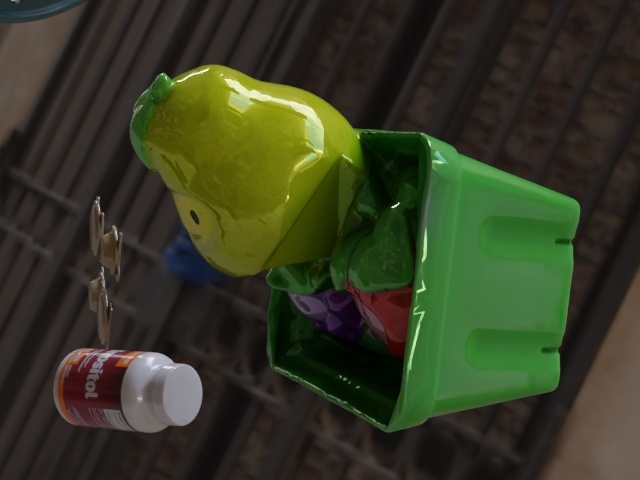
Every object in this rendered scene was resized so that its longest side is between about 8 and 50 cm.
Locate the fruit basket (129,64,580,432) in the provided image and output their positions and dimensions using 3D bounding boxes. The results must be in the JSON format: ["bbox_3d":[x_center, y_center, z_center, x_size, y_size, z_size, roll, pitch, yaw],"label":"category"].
[{"bbox_3d":[0.000,0.000,1.419,0.392,0.283,0.392,7,3,0],"label":"fruit basket"}]

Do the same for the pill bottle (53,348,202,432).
[{"bbox_3d":[-0.203,0.159,1.697,0.152,0.086,0.086,0,-16,36],"label":"pill bottle"}]

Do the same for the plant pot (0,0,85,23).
[{"bbox_3d":[-0.219,-0.264,1.080,0.290,0.290,0.195,27,31,-57],"label":"plant pot"}]

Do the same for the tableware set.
[{"bbox_3d":[-0.245,0.036,1.809,0.020,0.141,0.169,0,17,-16],"label":"tableware set"}]
